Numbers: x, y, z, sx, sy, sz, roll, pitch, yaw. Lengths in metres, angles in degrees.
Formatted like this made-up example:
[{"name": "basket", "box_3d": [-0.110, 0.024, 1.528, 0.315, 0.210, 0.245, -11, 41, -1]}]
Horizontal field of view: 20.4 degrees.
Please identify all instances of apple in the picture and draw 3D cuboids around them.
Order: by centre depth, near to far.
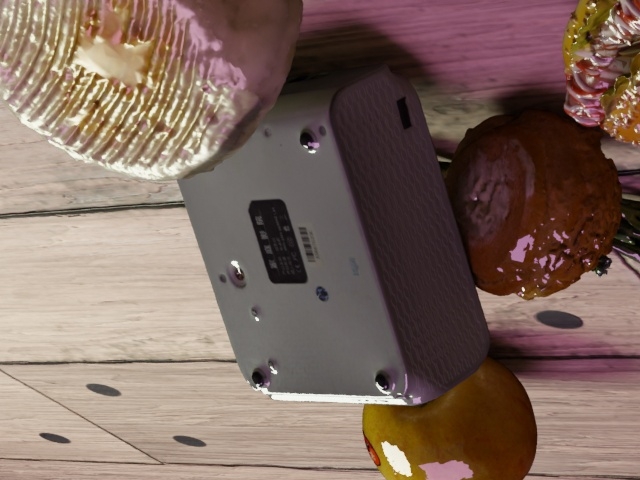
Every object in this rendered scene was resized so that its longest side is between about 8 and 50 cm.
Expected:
[{"name": "apple", "box_3d": [0.135, 0.195, 1.888, 0.182, 0.182, 0.155, -2, 139, 31]}]

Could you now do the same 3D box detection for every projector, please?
[{"name": "projector", "box_3d": [0.000, 0.000, 1.387, 0.198, 0.108, 0.250, -2, 111, 47]}]

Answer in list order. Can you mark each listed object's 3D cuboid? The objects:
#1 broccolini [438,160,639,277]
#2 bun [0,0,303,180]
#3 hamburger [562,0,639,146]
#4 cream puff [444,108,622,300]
[{"name": "broccolini", "box_3d": [0.142, -0.019, 1.491, 0.392, 0.074, 0.079, 9, 151, 4]}, {"name": "bun", "box_3d": [-0.119, -0.150, 1.221, 0.244, 0.153, 0.244, 17, 142, 14]}, {"name": "hamburger", "box_3d": [0.242, -0.124, 1.134, 0.173, 0.116, 0.210, 12, 158, -5]}, {"name": "cream puff", "box_3d": [0.169, -0.028, 1.380, 0.115, 0.150, 0.165, 6, -160, -29]}]
